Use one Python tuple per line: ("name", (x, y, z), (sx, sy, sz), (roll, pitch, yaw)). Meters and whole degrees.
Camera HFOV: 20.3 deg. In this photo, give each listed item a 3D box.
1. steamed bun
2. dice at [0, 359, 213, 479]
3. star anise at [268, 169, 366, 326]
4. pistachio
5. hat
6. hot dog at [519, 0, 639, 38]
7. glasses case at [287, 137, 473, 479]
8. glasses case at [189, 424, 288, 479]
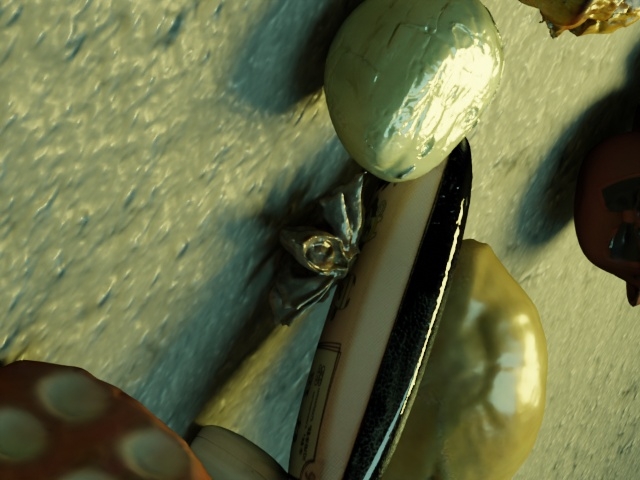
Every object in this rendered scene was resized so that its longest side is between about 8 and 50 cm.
("steamed bun", (0.051, -0.109, 1.145), (0.130, 0.091, 0.112), (-53, 152, -2))
("dice", (-0.163, 0.190, 1.014), (0.175, 0.174, 0.179), (-25, 143, -49))
("star anise", (-0.004, 0.003, 1.227), (0.124, 0.056, 0.129), (-60, 172, 5))
("pistachio", (0.106, 0.118, 1.480), (0.293, 0.162, 0.181), (89, 10, -51))
("hat", (0.286, -0.034, 1.692), (0.205, 0.089, 0.205), (4, 90, -84))
("hot dog", (0.230, -0.299, 1.218), (0.349, 0.117, 0.158), (-62, 162, 10))
("glasses case", (0.042, 0.066, 1.287), (0.122, 0.075, 0.314), (146, -37, -83))
("glasses case", (-0.052, 0.192, 1.369), (0.049, 0.074, 0.193), (-53, 158, -16))
